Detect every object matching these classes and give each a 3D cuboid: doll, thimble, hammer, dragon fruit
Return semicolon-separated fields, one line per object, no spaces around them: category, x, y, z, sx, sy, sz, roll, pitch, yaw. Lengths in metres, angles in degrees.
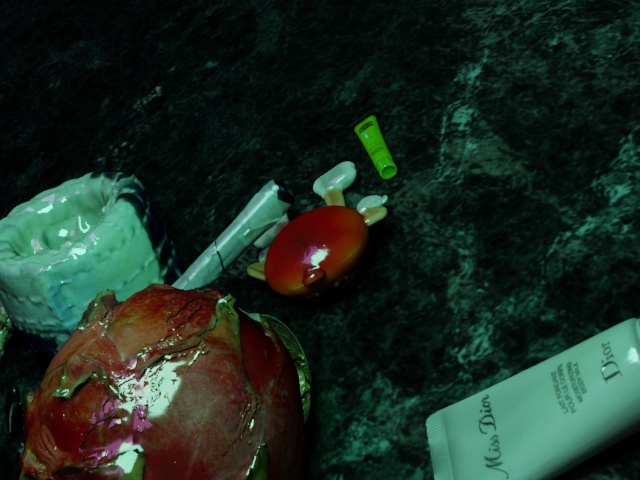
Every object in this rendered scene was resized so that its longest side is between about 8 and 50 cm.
doll;0.000;0.000;1.559;0.183;0.085;0.217;-34;24;5
thimble;-0.292;0.030;1.654;0.237;0.150;0.237;-20;27;11
hammer;-0.182;0.095;1.548;0.427;0.152;0.044;-44;42;-5
dragon fruit;-0.156;0.198;1.348;0.295;0.295;0.302;-6;60;32

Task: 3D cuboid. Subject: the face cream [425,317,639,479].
face cream;0.236;0.154;1.266;0.314;0.089;0.143;-34;41;23

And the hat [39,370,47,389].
hat;-0.284;0.176;1.628;0.121;0.050;0.121;-15;41;14

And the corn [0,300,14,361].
corn;-0.445;0.153;1.751;0.079;0.079;0.237;-1;51;35

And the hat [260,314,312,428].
hat;-0.034;0.147;1.473;0.146;0.067;0.146;9;102;48

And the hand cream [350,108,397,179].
hand cream;0.066;-0.117;1.653;0.036;0.023;0.122;-35;38;11
